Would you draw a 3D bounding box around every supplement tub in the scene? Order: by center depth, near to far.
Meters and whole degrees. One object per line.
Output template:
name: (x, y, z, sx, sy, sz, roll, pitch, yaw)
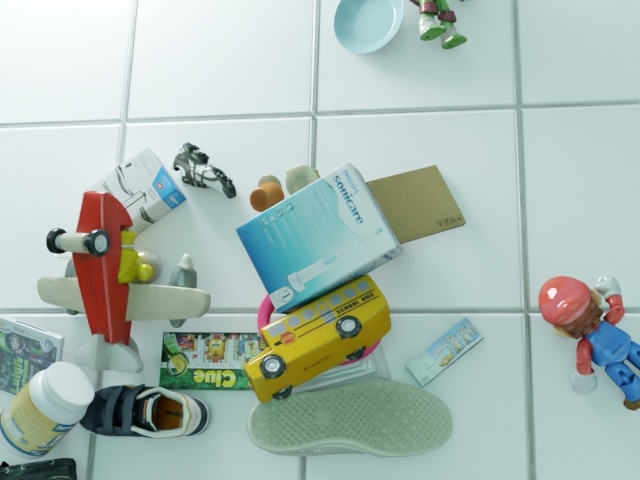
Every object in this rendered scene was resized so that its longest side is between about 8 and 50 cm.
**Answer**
supplement tub: (-0.622, 0.384, 1.915, 0.200, 0.144, 0.144, -44, 71, 19)

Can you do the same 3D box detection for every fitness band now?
fitness band: (0.001, 0.182, 1.921, 0.291, 0.054, 0.209, 2, 55, 9)

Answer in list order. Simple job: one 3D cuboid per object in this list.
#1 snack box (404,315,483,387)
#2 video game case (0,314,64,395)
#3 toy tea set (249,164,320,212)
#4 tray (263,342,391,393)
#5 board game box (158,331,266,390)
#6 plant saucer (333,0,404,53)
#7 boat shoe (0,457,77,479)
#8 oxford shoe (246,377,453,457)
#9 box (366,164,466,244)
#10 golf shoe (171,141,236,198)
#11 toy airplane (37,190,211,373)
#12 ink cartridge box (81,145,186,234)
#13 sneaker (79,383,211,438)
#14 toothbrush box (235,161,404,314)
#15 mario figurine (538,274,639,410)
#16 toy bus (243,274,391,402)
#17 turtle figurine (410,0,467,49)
snack box: (0.278, 0.250, 1.899, 0.178, 0.022, 0.064, -38, 71, -3)
video game case: (-0.694, 0.287, 1.998, 0.173, 0.022, 0.190, 17, 109, 14)
toy tea set: (-0.003, -0.073, 2.008, 0.336, 0.124, 0.200, 37, 113, 13)
tray: (0.012, 0.282, 1.915, 0.270, 0.030, 0.145, -15, 72, -2)
board game box: (-0.245, 0.282, 1.972, 0.260, 0.030, 0.136, -1, 77, 9)
plant saucer: (0.126, -0.557, 2.123, 0.195, 0.037, 0.195, -5, 79, 26)
boat shoe: (-0.712, 0.557, 1.931, 0.340, 0.127, 0.113, -14, 43, 13)
oxford shoe: (0.062, 0.397, 1.847, 0.449, 0.130, 0.169, -1, 68, -6)
box: (0.220, -0.085, 1.952, 0.201, 0.021, 0.164, -16, 70, -27)
golf shoe: (-0.288, -0.152, 2.083, 0.094, 0.077, 0.198, -48, 66, 6)
toy airplane: (-0.460, 0.117, 1.957, 0.386, 0.272, 0.384, 44, 122, 8)
ink cartridge box: (-0.460, -0.109, 2.085, 0.203, 0.086, 0.148, -36, 73, -3)
sneaker: (-0.418, 0.386, 1.921, 0.321, 0.127, 0.126, -2, 75, 10)
toothbrush box: (0.000, 0.000, 1.848, 0.295, 0.126, 0.216, -32, 77, 10)
mario figurine: (0.601, 0.206, 1.830, 0.320, 0.170, 0.198, 47, 50, 7)
toy bus: (-0.010, 0.209, 1.799, 0.333, 0.108, 0.130, -27, 52, -11)
turtle figurine: (0.310, -0.622, 2.048, 0.275, 0.198, 0.266, -9, 77, 10)
